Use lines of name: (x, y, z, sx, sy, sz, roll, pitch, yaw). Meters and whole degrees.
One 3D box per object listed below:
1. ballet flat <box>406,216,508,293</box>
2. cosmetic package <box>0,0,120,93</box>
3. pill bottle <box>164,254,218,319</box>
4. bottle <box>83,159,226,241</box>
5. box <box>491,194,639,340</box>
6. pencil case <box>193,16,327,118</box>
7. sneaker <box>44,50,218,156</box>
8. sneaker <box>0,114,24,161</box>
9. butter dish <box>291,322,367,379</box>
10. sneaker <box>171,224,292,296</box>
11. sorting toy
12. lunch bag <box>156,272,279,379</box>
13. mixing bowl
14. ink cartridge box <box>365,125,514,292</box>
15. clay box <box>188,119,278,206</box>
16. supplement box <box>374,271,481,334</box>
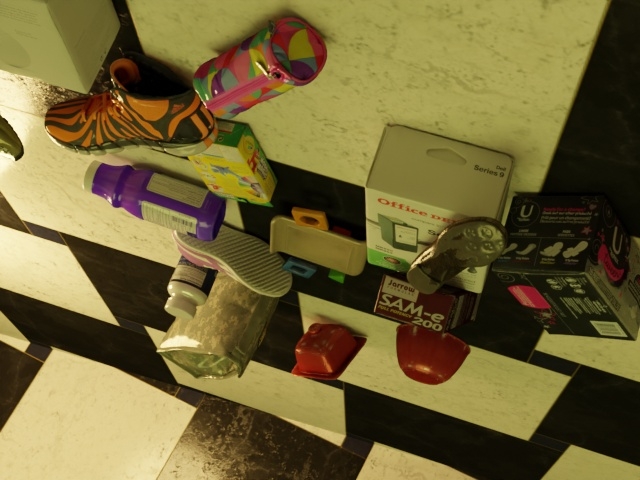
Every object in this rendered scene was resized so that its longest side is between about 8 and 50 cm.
ballet flat: (0.209, 0.015, 1.572, 0.084, 0.058, 0.250, 42, 149, -1)
cosmetic package: (-0.432, -0.348, 1.477, 0.224, 0.138, 0.224, 17, 160, 9)
pill bottle: (-0.290, 0.091, 2.356, 0.094, 0.169, 0.094, 18, 159, 7)
bottle: (-0.332, -0.086, 2.076, 0.283, 0.092, 0.118, 19, 158, 4)
box: (0.410, 0.044, 1.664, 0.163, 0.142, 0.247, 1, 153, 37)
pencil case: (-0.091, -0.243, 1.482, 0.104, 0.104, 0.236, 31, 157, -25)
sneaker: (-0.337, -0.236, 1.719, 0.321, 0.124, 0.180, 1, 149, 17)
sneaker: (-0.729, -0.193, 1.808, 0.410, 0.182, 0.158, 20, 162, -10)
butter dish: (0.005, 0.255, 2.562, 0.160, 0.160, 0.118, 1, 128, 41)
sneaker: (-0.195, 0.037, 2.258, 0.282, 0.102, 0.161, 34, 161, -4)
sorting toy: (0.000, 0.000, 2.056, 0.196, 0.047, 0.347, 15, 159, 2)
lunch bag: (-0.218, 0.200, 2.462, 0.169, 0.235, 0.287, 39, 153, -27)
mixing bowl: (0.250, 0.276, 2.419, 0.181, 0.098, 0.181, 17, 159, 7)
ink cartridge box: (0.185, -0.044, 1.676, 0.211, 0.121, 0.289, 15, 158, 11)
clay box: (-0.161, -0.138, 1.855, 0.127, 0.053, 0.222, 12, 158, 20)
supplement box: (0.195, 0.102, 1.825, 0.130, 0.073, 0.239, 17, -173, 20)
